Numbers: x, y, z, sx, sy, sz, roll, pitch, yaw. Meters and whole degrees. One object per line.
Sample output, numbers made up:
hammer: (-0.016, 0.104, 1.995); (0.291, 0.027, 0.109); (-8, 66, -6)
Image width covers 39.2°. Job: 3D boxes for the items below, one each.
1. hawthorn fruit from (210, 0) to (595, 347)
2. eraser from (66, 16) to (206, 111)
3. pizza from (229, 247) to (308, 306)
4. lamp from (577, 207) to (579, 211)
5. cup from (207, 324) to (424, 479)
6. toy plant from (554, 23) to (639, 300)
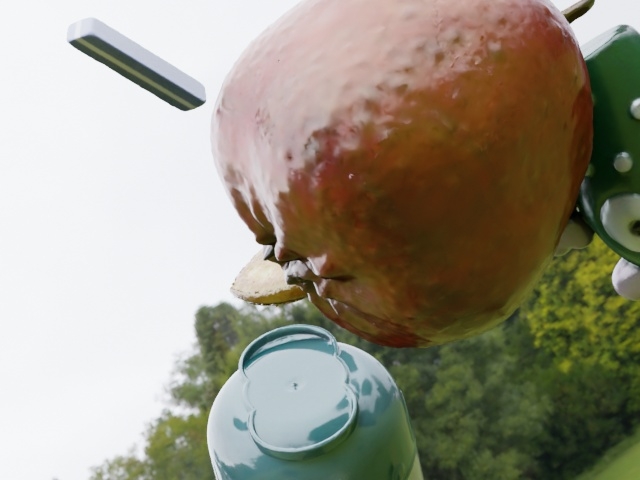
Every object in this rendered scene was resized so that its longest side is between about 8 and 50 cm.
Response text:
hawthorn fruit: (0.091, -0.083, 0.679); (0.330, 0.287, 0.287); (-42, -21, -10)
eraser: (-0.277, -0.269, 1.374); (0.225, 0.082, 0.036); (29, -69, -27)
pizza: (0.000, 0.000, 1.045); (0.201, 0.053, 0.193); (-12, 42, 46)
lamp: (0.343, -0.062, 1.449); (0.056, 0.198, 0.050); (-17, -69, -27)
cup: (0.006, 0.264, 0.935); (0.219, 0.290, 0.258); (-15, -60, -2)
toy plant: (0.278, -0.055, 0.742); (0.112, 0.243, 0.232); (-51, -9, -51)
